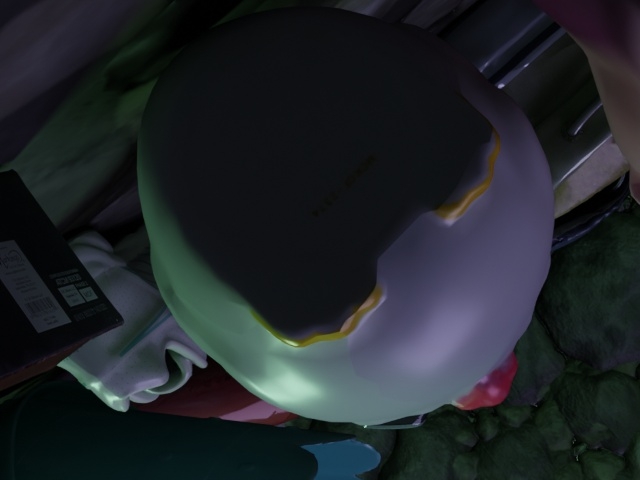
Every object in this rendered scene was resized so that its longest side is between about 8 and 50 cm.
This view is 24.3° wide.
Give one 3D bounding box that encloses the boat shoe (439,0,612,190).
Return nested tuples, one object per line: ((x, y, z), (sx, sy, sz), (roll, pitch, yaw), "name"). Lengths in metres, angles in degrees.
((0.187, -0.137, 0.729), (0.302, 0.094, 0.109), (-38, 176, -4), "boat shoe")

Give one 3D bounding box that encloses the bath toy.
((0.116, -0.069, 0.389), (0.348, 0.151, 0.129), (-37, 161, -1), "bath toy")

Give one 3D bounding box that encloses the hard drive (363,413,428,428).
((0.095, 0.030, 1.215), (0.254, 0.054, 0.172), (-77, -169, -60), "hard drive")

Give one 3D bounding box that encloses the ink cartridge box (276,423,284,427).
((-0.101, 0.153, 1.116), (0.109, 0.063, 0.150), (-8, -174, -21), "ink cartridge box")

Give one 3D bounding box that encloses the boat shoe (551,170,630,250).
((0.262, -0.094, 1.389), (0.340, 0.127, 0.158), (-37, -153, -21), "boat shoe")

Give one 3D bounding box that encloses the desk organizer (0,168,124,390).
((-0.095, 0.023, 0.301), (0.050, 0.047, 0.130), (-37, 177, 15), "desk organizer")

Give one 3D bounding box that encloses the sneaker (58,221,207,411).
((-0.068, 0.029, 0.547), (0.054, 0.061, 0.152), (-41, 177, 12), "sneaker")

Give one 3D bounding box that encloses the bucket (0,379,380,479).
((-0.088, 0.207, 0.736), (0.281, 0.183, 0.281), (9, 90, -74), "bucket")

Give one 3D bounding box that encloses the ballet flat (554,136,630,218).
((0.192, -0.125, 0.842), (0.342, 0.116, 0.124), (-31, 156, 9), "ballet flat")

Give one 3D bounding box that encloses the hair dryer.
((-0.076, 0.103, 1.041), (0.224, 0.080, 0.293), (-23, 173, 26), "hair dryer")
